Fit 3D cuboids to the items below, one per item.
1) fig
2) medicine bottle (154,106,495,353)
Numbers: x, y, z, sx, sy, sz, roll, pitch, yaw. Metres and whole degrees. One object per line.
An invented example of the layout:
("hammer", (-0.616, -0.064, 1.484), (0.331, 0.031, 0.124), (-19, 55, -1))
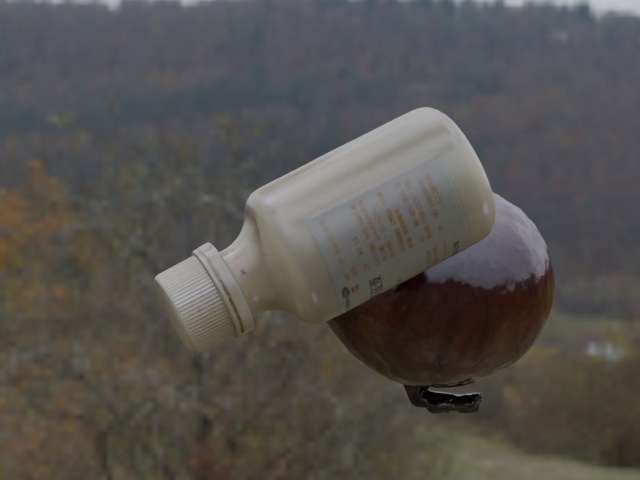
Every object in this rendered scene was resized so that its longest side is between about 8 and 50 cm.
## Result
("fig", (0.096, 0.042, 1.697), (0.235, 0.235, 0.214), (0, -43, -44))
("medicine bottle", (0.000, 0.000, 1.354), (0.252, 0.114, 0.114), (-27, 5, -11))
